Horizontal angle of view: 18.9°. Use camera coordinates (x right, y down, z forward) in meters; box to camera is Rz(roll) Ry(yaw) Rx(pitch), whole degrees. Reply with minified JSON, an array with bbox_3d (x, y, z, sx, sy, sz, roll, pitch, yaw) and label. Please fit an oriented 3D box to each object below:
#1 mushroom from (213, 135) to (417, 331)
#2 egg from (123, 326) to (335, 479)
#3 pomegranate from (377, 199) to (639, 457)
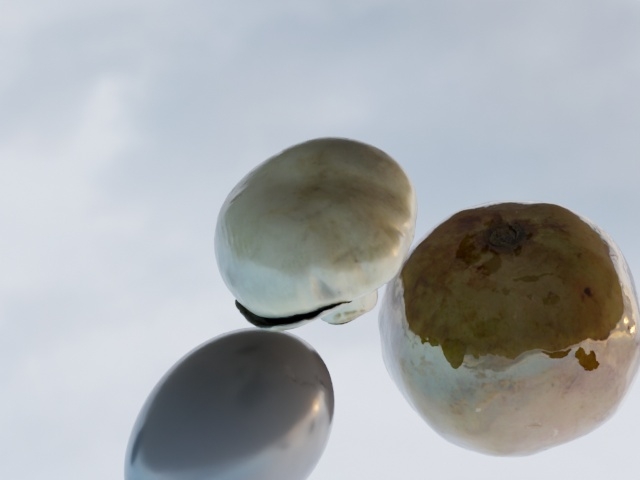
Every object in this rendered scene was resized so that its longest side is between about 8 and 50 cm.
[{"bbox_3d":[0.000,0.000,1.366,0.154,0.122,0.154,-23,-149,15],"label":"mushroom"},{"bbox_3d":[-0.076,0.159,1.589,0.199,0.146,0.146,-40,-141,-8],"label":"egg"},{"bbox_3d":[0.189,0.097,1.832,0.252,0.270,0.229,-23,-139,-7],"label":"pomegranate"}]
